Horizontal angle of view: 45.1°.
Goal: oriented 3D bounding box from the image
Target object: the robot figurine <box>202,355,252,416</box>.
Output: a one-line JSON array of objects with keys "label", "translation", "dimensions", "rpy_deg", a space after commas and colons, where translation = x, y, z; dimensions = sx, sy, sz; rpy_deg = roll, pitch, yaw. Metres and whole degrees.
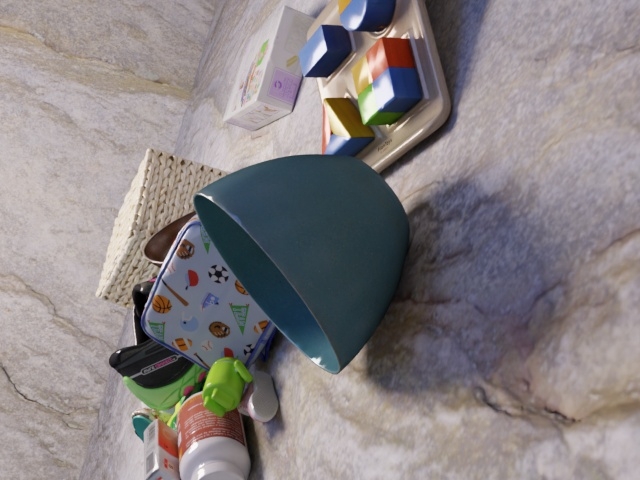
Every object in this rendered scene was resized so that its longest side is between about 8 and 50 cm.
[{"label": "robot figurine", "translation": [-0.165, 0.248, 1.329], "dimensions": [0.101, 0.067, 0.115], "rpy_deg": [-48, 15, 28]}]

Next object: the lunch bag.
[{"label": "lunch bag", "translation": [-0.172, 0.101, 1.382], "dimensions": [0.303, 0.243, 0.115], "rpy_deg": [-60, 2, 30]}]

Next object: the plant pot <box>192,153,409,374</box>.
[{"label": "plant pot", "translation": [0.000, 0.000, 1.004], "dimensions": [0.195, 0.290, 0.290], "rpy_deg": [-39, 13, -16]}]

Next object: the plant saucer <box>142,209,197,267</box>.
[{"label": "plant saucer", "translation": [-0.210, -0.011, 1.584], "dimensions": [0.310, 0.311, 0.050], "rpy_deg": [-127, 19, -67]}]

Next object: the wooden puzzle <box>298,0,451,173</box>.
[{"label": "wooden puzzle", "translation": [0.057, -0.269, 1.182], "dimensions": [0.322, 0.081, 0.347], "rpy_deg": [145, 121, -60]}]

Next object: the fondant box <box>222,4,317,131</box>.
[{"label": "fondant box", "translation": [-0.132, -0.416, 1.919], "dimensions": [0.330, 0.096, 0.238], "rpy_deg": [179, 108, -70]}]

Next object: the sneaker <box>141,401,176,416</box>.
[{"label": "sneaker", "translation": [-0.319, 0.258, 1.770], "dimensions": [0.150, 0.135, 0.365], "rpy_deg": [160, 125, -71]}]

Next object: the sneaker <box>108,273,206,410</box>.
[{"label": "sneaker", "translation": [-0.274, 0.113, 1.595], "dimensions": [0.185, 0.202, 0.482], "rpy_deg": [-39, 20, 40]}]

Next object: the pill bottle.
[{"label": "pill bottle", "translation": [-0.186, 0.367, 1.338], "dimensions": [0.121, 0.121, 0.216], "rpy_deg": [-66, 20, 17]}]

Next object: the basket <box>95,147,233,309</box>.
[{"label": "basket", "translation": [-0.389, -0.007, 2.002], "dimensions": [0.331, 0.267, 0.328], "rpy_deg": [-51, 27, 42]}]

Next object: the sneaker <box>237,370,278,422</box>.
[{"label": "sneaker", "translation": [-0.108, 0.284, 1.308], "dimensions": [0.070, 0.051, 0.134], "rpy_deg": [-62, 15, 17]}]

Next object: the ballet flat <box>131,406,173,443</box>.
[{"label": "ballet flat", "translation": [-0.329, 0.409, 1.613], "dimensions": [0.077, 0.091, 0.240], "rpy_deg": [-63, -28, -42]}]

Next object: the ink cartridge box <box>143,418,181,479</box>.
[{"label": "ink cartridge box", "translation": [-0.238, 0.418, 1.382], "dimensions": [0.045, 0.179, 0.145], "rpy_deg": [-47, 25, 9]}]

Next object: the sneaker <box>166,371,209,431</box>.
[{"label": "sneaker", "translation": [-0.242, 0.328, 1.594], "dimensions": [0.124, 0.109, 0.295], "rpy_deg": [-35, 26, 14]}]
